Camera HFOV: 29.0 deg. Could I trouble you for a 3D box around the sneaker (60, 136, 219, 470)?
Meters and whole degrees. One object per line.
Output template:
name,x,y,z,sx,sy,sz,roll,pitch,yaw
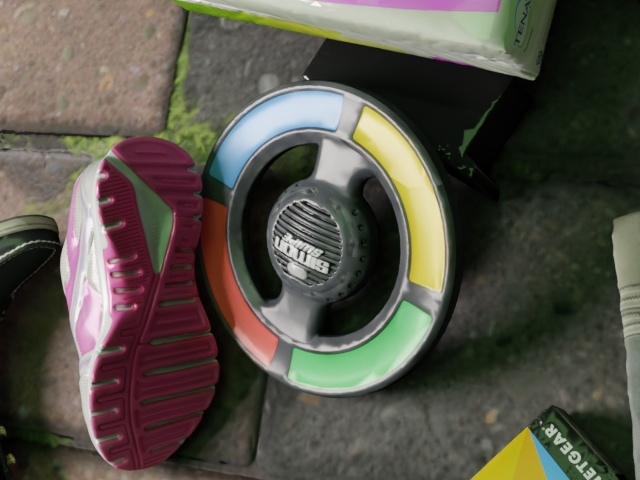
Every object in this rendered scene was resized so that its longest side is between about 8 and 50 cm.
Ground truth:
sneaker,-0.143,0.047,0.953,0.111,0.103,0.252,7,96,62

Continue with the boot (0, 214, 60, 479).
boot,-0.274,0.105,0.996,0.236,0.085,0.178,-34,70,19

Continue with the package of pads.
package of pads,0.034,-0.254,0.851,0.296,0.101,0.229,15,89,26

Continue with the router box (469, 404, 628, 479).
router box,0.167,0.218,0.808,0.133,0.046,0.179,-45,66,8

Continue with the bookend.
bookend,0.098,-0.139,0.901,0.156,0.072,0.157,33,92,26

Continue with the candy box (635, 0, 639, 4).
candy box,0.264,-0.254,0.851,0.183,0.087,0.316,-45,66,8

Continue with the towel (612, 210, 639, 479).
towel,0.321,0.047,0.684,0.324,0.056,0.312,-22,44,25

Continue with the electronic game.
electronic game,0.000,0.000,0.887,0.229,0.048,0.229,7,102,35
